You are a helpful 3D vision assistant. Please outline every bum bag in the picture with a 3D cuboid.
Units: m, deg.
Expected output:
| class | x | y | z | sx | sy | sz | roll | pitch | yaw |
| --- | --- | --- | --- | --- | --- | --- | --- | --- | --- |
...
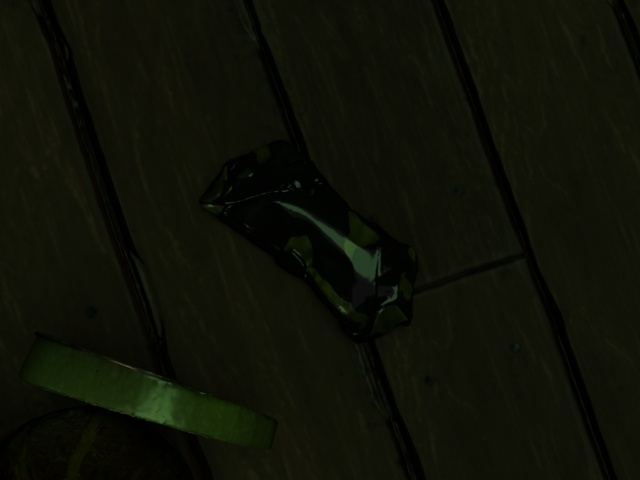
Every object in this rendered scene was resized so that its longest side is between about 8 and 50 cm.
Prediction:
| class | x | y | z | sx | sy | sz | roll | pitch | yaw |
| --- | --- | --- | --- | --- | --- | --- | --- | --- | --- |
| bum bag | 0.000 | 0.000 | 1.027 | 0.232 | 0.060 | 0.107 | 40 | 86 | -1 |

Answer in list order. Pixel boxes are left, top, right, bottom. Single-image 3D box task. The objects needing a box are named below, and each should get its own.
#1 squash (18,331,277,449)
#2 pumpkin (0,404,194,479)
| class | x | y | z | sx | sy | sz | roll | pitch | yaw |
| --- | --- | --- | --- | --- | --- | --- | --- | --- | --- |
| squash | -0.139 | 0.132 | 0.902 | 0.219 | 0.219 | 0.041 | 21 | 80 | -7 |
| pumpkin | -0.199 | 0.242 | 0.917 | 0.219 | 0.162 | 0.219 | 1 | 98 | 10 |
